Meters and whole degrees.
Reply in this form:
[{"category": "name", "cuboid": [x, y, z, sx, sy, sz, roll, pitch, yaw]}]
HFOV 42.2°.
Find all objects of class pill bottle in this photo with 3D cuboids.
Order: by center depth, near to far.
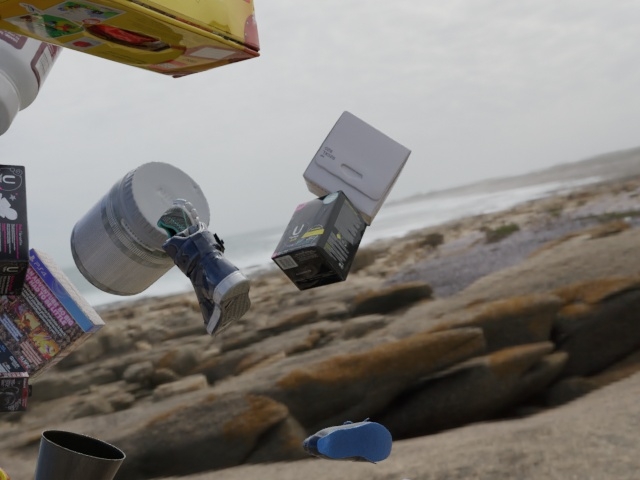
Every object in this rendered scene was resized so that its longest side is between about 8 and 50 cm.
[{"category": "pill bottle", "cuboid": [-0.722, -0.431, 1.884, 0.224, 0.224, 0.392, -10, 46, 25]}]

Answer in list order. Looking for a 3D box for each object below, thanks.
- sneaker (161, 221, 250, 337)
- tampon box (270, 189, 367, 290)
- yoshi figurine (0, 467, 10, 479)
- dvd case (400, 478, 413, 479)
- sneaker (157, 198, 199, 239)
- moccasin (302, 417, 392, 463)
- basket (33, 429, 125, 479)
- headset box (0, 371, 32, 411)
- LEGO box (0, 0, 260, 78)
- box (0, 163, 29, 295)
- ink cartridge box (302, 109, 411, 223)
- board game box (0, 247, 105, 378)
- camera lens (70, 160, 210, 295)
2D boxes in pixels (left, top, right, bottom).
[{"category": "sneaker", "cuboid": [-0.198, 0.064, 1.428, 0.086, 0.163, 0.226, -36, -17, -27]}, {"category": "tampon box", "cuboid": [0.000, 0.000, 1.636, 0.120, 0.101, 0.161, -16, 36, 38]}, {"category": "yoshi figurine", "cuboid": [-0.545, 0.546, 1.549, 0.203, 0.204, 0.362, 3, -40, -7]}, {"category": "dvd case", "cuboid": [0.268, 0.578, 1.650, 0.022, 0.180, 0.253, -19, 8, -40]}, {"category": "sneaker", "cuboid": [-0.244, 0.010, 1.521, 0.065, 0.166, 0.076, -15, 20, 48]}, {"category": "moccasin", "cuboid": [0.083, 0.597, 2.490, 0.116, 0.138, 0.342, -11, -22, 39]}, {"category": "basket", "cuboid": [-0.601, 0.589, 1.964, 0.204, 0.227, 0.154, 21, -2, -17]}, {"category": "headset box", "cuboid": [-0.531, 0.256, 1.400, 0.083, 0.062, 0.032, 2, 8, -27]}, {"category": "LEGO box", "cuboid": [-0.308, -0.479, 1.238, 0.193, 0.373, 0.500, -9, -3, 24]}, {"category": "box", "cuboid": [-0.714, -0.022, 1.800, 0.142, 0.247, 0.163, 2, -32, -25]}, {"category": "ink cartridge box", "cuboid": [0.079, -0.151, 1.804, 0.171, 0.168, 0.233, 31, -2, 3]}, {"category": "board game box", "cuboid": [-0.699, 0.200, 1.933, 0.291, 0.232, 0.141, -39, -2, -7]}, {"category": "camera lens", "cuboid": [-0.400, -0.020, 1.820, 0.274, 0.219, 0.219, -36, -14, 37]}]
